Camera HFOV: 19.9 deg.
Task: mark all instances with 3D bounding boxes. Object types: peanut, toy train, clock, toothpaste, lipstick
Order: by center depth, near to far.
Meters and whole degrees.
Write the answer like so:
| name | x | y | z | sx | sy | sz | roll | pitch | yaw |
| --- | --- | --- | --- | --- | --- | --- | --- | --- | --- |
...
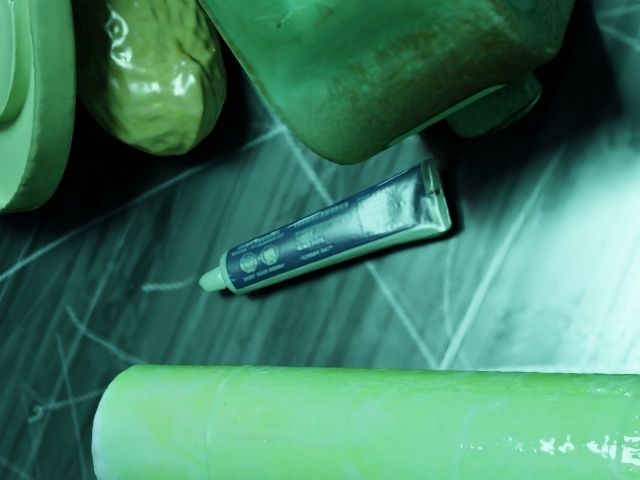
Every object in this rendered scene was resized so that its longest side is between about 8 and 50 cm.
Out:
| name | x | y | z | sx | sy | sz | roll | pitch | yaw |
| --- | --- | --- | --- | --- | --- | --- | --- | --- | --- |
| toy train | -0.007 | -0.175 | 0.770 | 0.129 | 0.159 | 0.326 | -26 | 105 | 26 |
| lipstick | 0.038 | 0.092 | 0.800 | 0.304 | 0.076 | 0.076 | 0 | 78 | 34 |
| toothpaste | 0.000 | 0.000 | 0.878 | 0.140 | 0.021 | 0.037 | -21 | 75 | 25 |
| peanut | -0.113 | -0.118 | 0.940 | 0.093 | 0.083 | 0.194 | -45 | 60 | 22 |
| clock | -0.184 | -0.126 | 0.942 | 0.235 | 0.029 | 0.235 | 34 | 130 | 53 |
